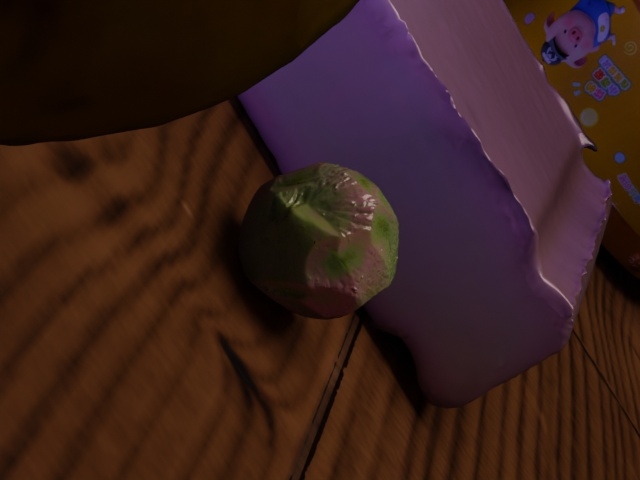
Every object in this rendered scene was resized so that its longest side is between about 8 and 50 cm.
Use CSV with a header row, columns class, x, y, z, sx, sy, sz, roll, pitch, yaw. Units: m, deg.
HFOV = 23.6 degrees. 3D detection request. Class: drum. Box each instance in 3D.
class,x,y,z,sx,sy,sz,roll,pitch,yaw
drum,0.373,-0.166,1.693,0.431,0.214,0.431,41,27,-27

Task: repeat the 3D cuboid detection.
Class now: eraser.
class,x,y,z,sx,sy,sz,roll,pitch,yaw
eraser,0.082,-0.073,1.041,0.272,0.122,0.359,57,18,-5

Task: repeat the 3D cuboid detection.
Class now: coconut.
class,x,y,z,sx,sy,sz,roll,pitch,yaw
coconut,0.000,0.000,0.781,0.081,0.082,0.083,43,24,-51

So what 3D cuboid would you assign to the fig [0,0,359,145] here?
class,x,y,z,sx,sy,sz,roll,pitch,yaw
fig,-0.120,-0.202,0.442,0.343,0.343,0.343,50,22,-28
